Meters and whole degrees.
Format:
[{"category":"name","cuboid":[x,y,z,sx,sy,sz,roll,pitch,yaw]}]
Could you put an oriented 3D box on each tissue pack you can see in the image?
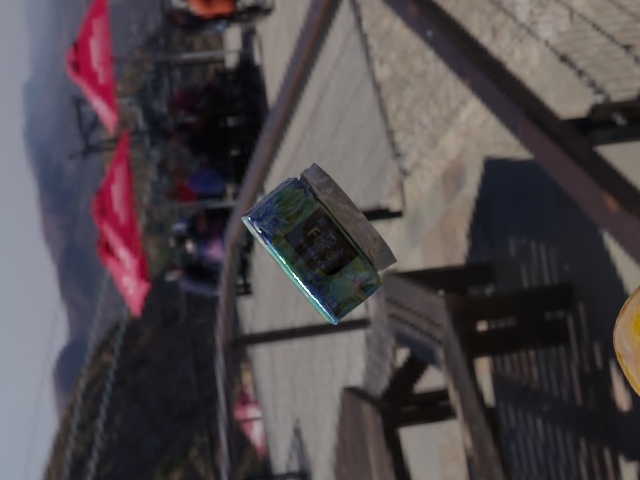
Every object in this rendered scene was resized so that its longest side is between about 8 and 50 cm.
[{"category":"tissue pack","cuboid":[0.001,0.000,1.088,0.111,0.079,0.085,51,177,-5]}]

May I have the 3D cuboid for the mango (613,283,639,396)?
[{"category":"mango","cuboid":[0.266,0.046,0.845,0.227,0.109,0.147,-20,43,65]}]
